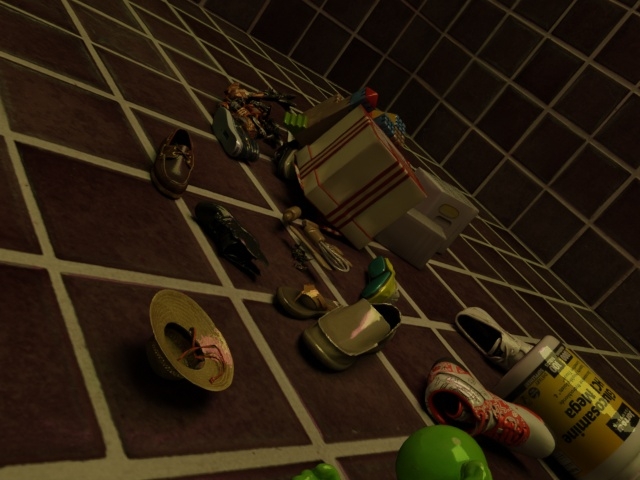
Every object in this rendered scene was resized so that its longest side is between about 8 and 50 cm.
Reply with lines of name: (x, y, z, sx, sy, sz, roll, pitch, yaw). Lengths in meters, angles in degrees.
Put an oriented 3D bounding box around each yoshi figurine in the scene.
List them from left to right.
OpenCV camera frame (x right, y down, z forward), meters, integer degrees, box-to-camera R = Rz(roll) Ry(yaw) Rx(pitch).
yoshi figurine: (0.081, 0.288, 0.673, 0.362, 0.203, 0.203, 18, 20, -50)

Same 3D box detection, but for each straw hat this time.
straw hat: (-0.176, 0.136, 0.751, 0.144, 0.061, 0.144, 49, 18, -21)

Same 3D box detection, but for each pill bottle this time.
pill bottle: (0.537, 0.374, 1.272, 0.334, 0.188, 0.188, 45, 20, 19)

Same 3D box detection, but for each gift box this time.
gift box: (0.072, -0.171, 1.568, 0.276, 0.258, 0.255, 44, 17, -25)

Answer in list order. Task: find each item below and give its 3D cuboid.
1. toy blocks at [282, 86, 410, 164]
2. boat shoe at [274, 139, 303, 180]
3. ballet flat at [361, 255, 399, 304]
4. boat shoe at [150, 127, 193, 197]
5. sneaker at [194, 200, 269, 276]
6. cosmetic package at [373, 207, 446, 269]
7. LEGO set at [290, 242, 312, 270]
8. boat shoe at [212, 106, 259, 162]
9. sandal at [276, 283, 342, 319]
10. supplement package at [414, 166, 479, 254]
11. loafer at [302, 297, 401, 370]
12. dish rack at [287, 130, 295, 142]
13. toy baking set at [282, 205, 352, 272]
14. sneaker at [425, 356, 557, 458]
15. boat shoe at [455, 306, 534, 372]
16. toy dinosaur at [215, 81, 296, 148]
toy blocks: (0.117, -0.277, 1.725, 0.381, 0.260, 0.191, 46, 37, -33)
boat shoe: (-0.092, -0.225, 1.723, 0.079, 0.084, 0.233, 1, 26, 9)
ballet flat: (0.144, 0.102, 1.381, 0.077, 0.077, 0.231, 52, 16, -9)
boat shoe: (-0.286, -0.159, 1.209, 0.073, 0.073, 0.207, 28, 23, -30)
sneaker: (-0.162, -0.006, 1.108, 0.170, 0.051, 0.089, 39, 15, -7)
cosmetic package: (0.226, -0.038, 1.750, 0.238, 0.127, 0.107, 36, 20, -11)
LEGO set: (-0.044, 0.035, 1.277, 0.054, 0.023, 0.083, 35, 33, -2)
boat shoe: (-0.219, -0.269, 1.593, 0.083, 0.065, 0.183, 21, 32, -43)
sandal: (-0.010, 0.108, 1.120, 0.180, 0.049, 0.072, 18, 27, -44)
supplement package: (0.359, -0.093, 2.000, 0.203, 0.194, 0.149, 21, 25, -39)
loafer: (0.062, 0.152, 1.083, 0.102, 0.092, 0.268, 45, 21, 19)
dish rack: (0.026, -0.277, 2.025, 0.285, 0.072, 0.333, 33, 21, -16)
toy baking set: (-0.005, -0.005, 1.356, 0.196, 0.030, 0.256, 41, 10, 4)
sneaker: (0.305, 0.331, 1.116, 0.270, 0.090, 0.145, 37, 20, 8)
boat shoe: (0.442, 0.261, 1.506, 0.267, 0.096, 0.088, 46, 25, 25)
toy dinosaur: (-0.200, -0.383, 1.768, 0.218, 0.164, 0.322, 6, 55, -29)
